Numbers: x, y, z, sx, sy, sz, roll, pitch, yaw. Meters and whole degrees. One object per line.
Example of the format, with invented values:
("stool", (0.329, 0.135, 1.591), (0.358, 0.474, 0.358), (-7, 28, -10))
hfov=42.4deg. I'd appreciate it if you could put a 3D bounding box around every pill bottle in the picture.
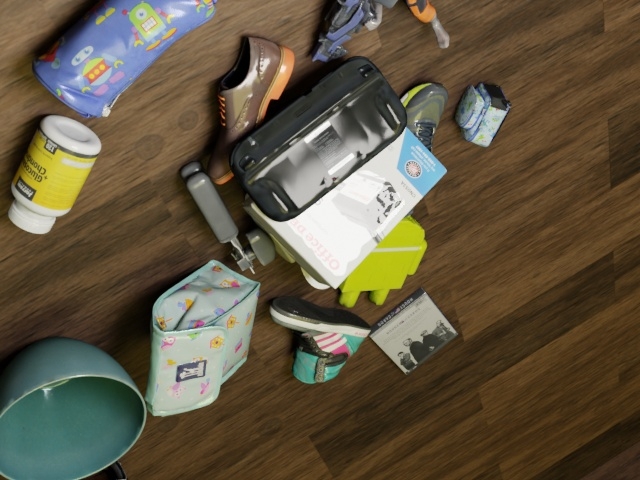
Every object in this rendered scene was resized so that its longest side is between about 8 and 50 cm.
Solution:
("pill bottle", (-0.443, -0.105, 1.358), (0.103, 0.103, 0.184), (15, 116, -39))

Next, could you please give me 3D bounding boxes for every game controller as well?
("game controller", (0.000, -0.176, 1.439), (0.319, 0.067, 0.166), (-38, 107, -7))

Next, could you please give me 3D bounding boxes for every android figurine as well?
("android figurine", (0.133, 0.033, 1.866), (0.248, 0.056, 0.273), (-3, 128, -29))

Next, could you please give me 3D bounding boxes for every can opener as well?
("can opener", (-0.170, -0.045, 1.597), (0.095, 0.076, 0.283), (-28, 134, -4))

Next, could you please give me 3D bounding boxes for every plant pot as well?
("plant pot", (-0.506, 0.300, 1.596), (0.290, 0.195, 0.290), (-17, 133, -19))

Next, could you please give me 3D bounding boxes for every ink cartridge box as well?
("ink cartridge box", (0.042, -0.096, 1.536), (0.223, 0.129, 0.307), (45, 83, -10))

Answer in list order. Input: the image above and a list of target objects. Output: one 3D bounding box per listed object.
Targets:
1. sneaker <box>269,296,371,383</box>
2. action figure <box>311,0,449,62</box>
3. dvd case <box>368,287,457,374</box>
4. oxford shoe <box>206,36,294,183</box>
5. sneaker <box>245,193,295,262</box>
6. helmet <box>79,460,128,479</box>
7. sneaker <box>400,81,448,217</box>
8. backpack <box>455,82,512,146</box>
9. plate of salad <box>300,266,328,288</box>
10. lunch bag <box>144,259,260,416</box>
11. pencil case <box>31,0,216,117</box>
("sneaker", (-0.030, 0.236, 1.898), (0.295, 0.124, 0.178), (18, 105, -42))
("action figure", (0.111, -0.449, 1.414), (0.330, 0.179, 0.341), (15, 144, -32))
("dvd case", (0.240, 0.237, 2.125), (0.179, 0.030, 0.239), (-39, 136, 3))
("oxford shoe", (-0.149, -0.229, 1.449), (0.098, 0.097, 0.271), (17, 106, -36))
("sneaker", (-0.078, -0.051, 1.664), (0.094, 0.080, 0.212), (-45, 140, -14))
("helmet", (-0.504, 0.572, 1.853), (0.169, 0.161, 0.169), (-17, 133, -19))
("sneaker", (0.196, -0.178, 1.678), (0.111, 0.121, 0.300), (-3, 127, -30))
("backpack", (0.328, -0.259, 1.708), (0.084, 0.105, 0.114), (12, 122, -12))
("plate of salad", (0.000, 0.000, 1.700), (0.199, 0.048, 0.200), (-3, 94, -58))
("lunch bag", (-0.246, 0.199, 1.630), (0.262, 0.160, 0.224), (-43, 152, -52))
("pencil case", (-0.292, -0.313, 1.261), (0.306, 0.119, 0.133), (-41, 107, 5))
